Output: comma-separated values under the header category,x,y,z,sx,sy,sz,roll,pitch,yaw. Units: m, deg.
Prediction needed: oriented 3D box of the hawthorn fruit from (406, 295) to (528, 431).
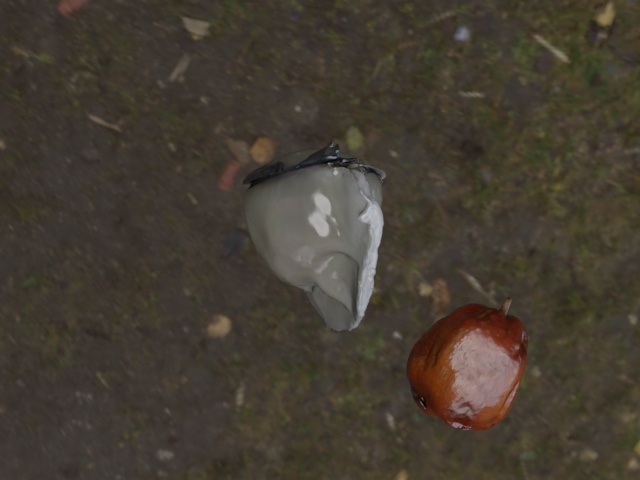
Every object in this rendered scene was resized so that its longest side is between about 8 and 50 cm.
category,x,y,z,sx,sy,sz,roll,pitch,yaw
hawthorn fruit,0.204,0.174,1.847,0.173,0.173,0.179,-6,143,-25

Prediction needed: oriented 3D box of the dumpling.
category,x,y,z,sx,sy,sz,roll,pitch,yaw
dumpling,-0.014,-0.010,1.564,0.163,0.293,0.204,18,84,-21
